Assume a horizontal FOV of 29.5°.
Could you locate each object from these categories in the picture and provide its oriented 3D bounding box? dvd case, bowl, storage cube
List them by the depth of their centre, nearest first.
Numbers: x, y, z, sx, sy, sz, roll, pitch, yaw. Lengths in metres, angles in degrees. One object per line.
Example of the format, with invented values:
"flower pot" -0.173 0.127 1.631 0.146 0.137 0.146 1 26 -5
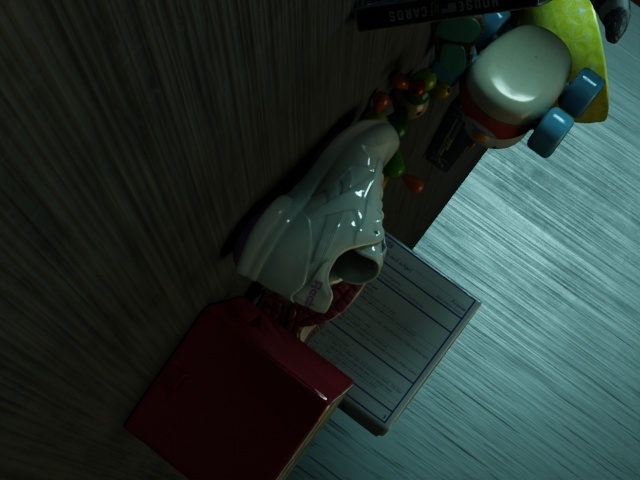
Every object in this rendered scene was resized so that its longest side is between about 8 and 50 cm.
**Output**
"dvd case" 0.156 -0.249 1.245 0.238 0.179 0.030 -36 118 -65
"storage cube" -0.096 0.205 1.539 0.215 0.193 0.183 -54 172 8
"bowl" 0.424 -0.344 2.254 0.156 0.289 0.289 -13 174 5

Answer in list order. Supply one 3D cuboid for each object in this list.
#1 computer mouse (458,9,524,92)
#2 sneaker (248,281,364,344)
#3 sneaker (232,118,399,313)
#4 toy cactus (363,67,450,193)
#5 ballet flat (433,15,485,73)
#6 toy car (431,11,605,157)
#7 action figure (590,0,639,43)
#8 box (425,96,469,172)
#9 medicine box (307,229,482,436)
"computer mouse" 0.281 -0.301 2.094 0.184 0.060 0.262 103 12 -60
"sneaker" -0.033 0.076 1.674 0.299 0.121 0.112 -50 -178 22
"sneaker" 0.027 -0.026 1.430 0.305 0.152 0.114 -49 169 -38
"toy cactus" 0.117 -0.163 1.617 0.219 0.112 0.180 105 11 -45
"ballet flat" 0.183 -0.286 1.609 0.070 0.070 0.188 -52 174 -13
"toy car" 0.276 -0.202 1.887 0.210 0.219 0.238 -48 171 -34
"action figure" 0.267 -0.338 1.177 0.178 0.330 0.341 -34 130 5
"box" 0.309 -0.265 2.388 0.233 0.059 0.183 -49 172 -32
"medicine box" 0.092 0.152 2.146 0.289 0.263 0.149 -52 172 -12
